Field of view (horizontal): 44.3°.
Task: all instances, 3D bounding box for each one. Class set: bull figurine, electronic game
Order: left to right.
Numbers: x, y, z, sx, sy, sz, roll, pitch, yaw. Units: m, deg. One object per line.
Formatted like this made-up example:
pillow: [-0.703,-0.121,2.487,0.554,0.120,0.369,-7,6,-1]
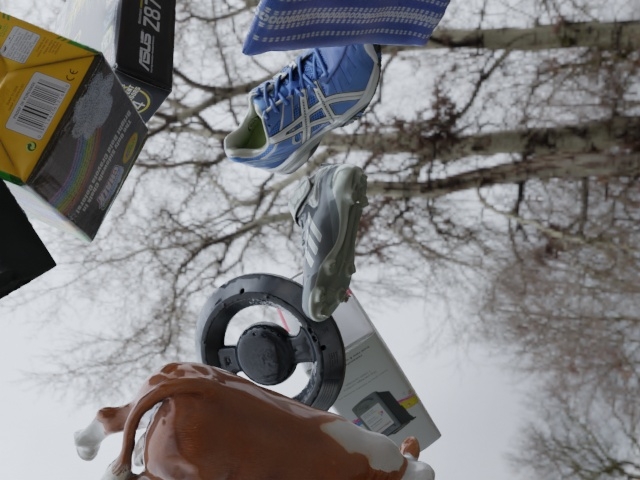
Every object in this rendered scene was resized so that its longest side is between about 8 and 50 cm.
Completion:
bull figurine: [-0.046,0.191,0.652,0.310,0.188,0.101,37,-151,-35]
electronic game: [-0.073,0.156,1.088,0.048,0.229,0.229,-25,-65,-65]

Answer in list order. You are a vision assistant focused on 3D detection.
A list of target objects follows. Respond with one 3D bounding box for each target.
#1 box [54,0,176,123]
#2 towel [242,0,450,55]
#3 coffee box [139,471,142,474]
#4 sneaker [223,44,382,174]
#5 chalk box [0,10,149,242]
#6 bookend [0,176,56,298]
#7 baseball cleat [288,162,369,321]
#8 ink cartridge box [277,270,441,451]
box: [-0.333,-0.302,1.231,0.097,0.318,0.394,17,-127,-31]
towel: [0.100,-0.266,0.552,0.243,0.040,0.336,-20,-26,-49]
coffee box: [-0.243,0.360,1.297,0.040,0.113,0.184,49,-174,2]
sneaker: [-0.018,-0.137,0.777,0.081,0.211,0.080,-3,-125,-44]
chalk box: [-0.255,-0.092,0.724,0.213,0.132,0.132,87,-154,-74]
bookend: [-0.221,-0.060,0.391,0.072,0.156,0.157,-33,-34,-17]
baseball cleat: [0.000,0.000,1.010,0.072,0.110,0.205,31,-107,-49]
ink cartridge box: [0.059,0.212,1.337,0.131,0.226,0.306,-33,-53,1]
